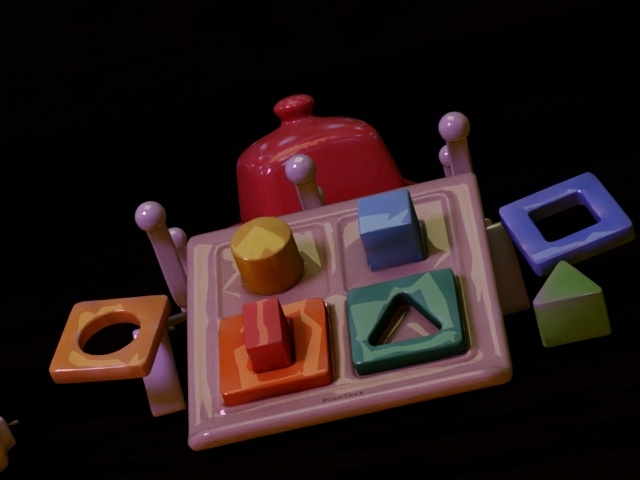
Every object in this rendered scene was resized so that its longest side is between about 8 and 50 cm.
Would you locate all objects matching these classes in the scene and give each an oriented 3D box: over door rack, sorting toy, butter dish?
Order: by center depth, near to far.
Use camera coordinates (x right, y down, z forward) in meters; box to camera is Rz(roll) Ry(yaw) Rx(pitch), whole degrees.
[{"bbox_3d":[0.006,0.027,1.111,0.348,0.047,0.196,-13,37,7],"label":"sorting toy"},{"bbox_3d":[0.000,0.000,1.307,0.240,0.108,0.324,-17,10,2],"label":"over door rack"},{"bbox_3d":[-0.008,-0.063,1.623,0.160,0.118,0.160,-18,11,-11],"label":"butter dish"}]

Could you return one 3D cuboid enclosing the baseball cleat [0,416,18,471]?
[{"bbox_3d":[-0.246,0.113,1.192,0.109,0.072,0.206,-26,8,-12],"label":"baseball cleat"}]
